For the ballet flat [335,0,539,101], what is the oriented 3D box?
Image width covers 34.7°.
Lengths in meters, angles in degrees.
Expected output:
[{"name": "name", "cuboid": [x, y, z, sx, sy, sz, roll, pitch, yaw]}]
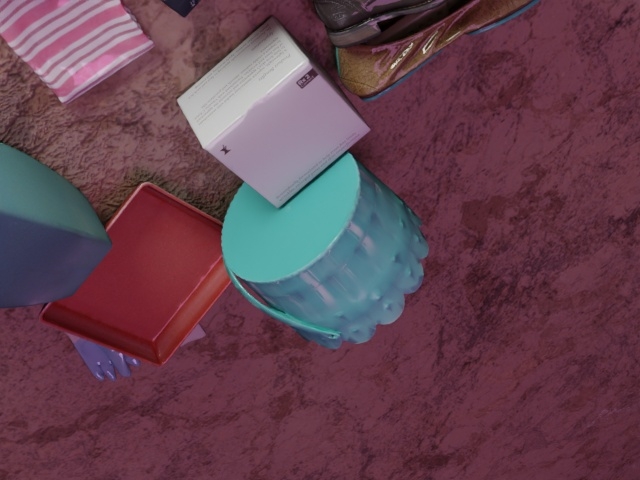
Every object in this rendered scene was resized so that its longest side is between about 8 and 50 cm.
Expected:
[{"name": "ballet flat", "cuboid": [0.166, -0.327, 1.425, 0.342, 0.116, 0.124, -30, 121, 3]}]

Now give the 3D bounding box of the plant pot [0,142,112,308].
[{"name": "plant pot", "cuboid": [-0.401, -0.016, 1.326, 0.165, 0.165, 0.234, -48, 145, 18]}]

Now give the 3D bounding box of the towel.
[{"name": "towel", "cuboid": [-0.304, -0.259, 1.235, 0.144, 0.029, 0.197, -33, 140, 2]}]

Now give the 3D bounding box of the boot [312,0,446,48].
[{"name": "boot", "cuboid": [0.057, -0.378, 1.280, 0.263, 0.091, 0.229, -31, 131, 9]}]

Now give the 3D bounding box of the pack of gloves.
[{"name": "pack of gloves", "cuboid": [-0.298, 0.145, 1.638, 0.195, 0.046, 0.232, -26, 140, -6]}]

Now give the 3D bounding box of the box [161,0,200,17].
[{"name": "box", "cuboid": [-0.170, -0.368, 1.162, 0.156, 0.093, 0.158, -44, 140, 14]}]

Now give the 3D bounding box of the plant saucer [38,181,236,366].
[{"name": "plant saucer", "cuboid": [-0.259, 0.049, 1.540, 0.259, 0.048, 0.258, -51, 137, 7]}]

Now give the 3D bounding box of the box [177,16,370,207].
[{"name": "box", "cuboid": [-0.062, -0.173, 1.408, 0.181, 0.119, 0.182, -39, 140, 9]}]

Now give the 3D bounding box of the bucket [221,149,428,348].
[{"name": "bucket", "cuboid": [0.000, 0.000, 1.508, 0.281, 0.281, 0.183, -39, 132, 9]}]
